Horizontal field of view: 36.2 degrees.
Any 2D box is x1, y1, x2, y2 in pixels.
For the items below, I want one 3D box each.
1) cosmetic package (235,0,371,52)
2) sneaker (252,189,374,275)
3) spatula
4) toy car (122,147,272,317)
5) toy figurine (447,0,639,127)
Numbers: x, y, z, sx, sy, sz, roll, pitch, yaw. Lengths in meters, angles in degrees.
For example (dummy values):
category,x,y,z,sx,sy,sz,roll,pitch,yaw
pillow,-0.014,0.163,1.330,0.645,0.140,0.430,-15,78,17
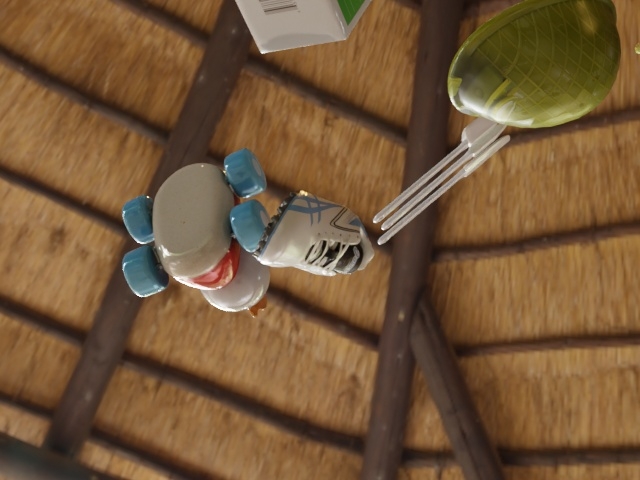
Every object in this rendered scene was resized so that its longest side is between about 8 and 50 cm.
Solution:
category,x,y,z,sx,sy,sz,roll,pitch,yaw
cosmetic package,0.005,-0.457,1.418,0.155,0.365,0.197,-2,-47,33
sneaker,0.000,0.000,1.054,0.086,0.237,0.085,34,-78,16
spatula,0.164,-0.090,1.311,0.019,0.242,0.168,50,-3,14
toy car,-0.150,0.020,1.508,0.219,0.210,0.238,-23,-43,12
toy figurine,0.292,-0.104,0.609,0.363,0.217,0.191,-18,-24,-20
